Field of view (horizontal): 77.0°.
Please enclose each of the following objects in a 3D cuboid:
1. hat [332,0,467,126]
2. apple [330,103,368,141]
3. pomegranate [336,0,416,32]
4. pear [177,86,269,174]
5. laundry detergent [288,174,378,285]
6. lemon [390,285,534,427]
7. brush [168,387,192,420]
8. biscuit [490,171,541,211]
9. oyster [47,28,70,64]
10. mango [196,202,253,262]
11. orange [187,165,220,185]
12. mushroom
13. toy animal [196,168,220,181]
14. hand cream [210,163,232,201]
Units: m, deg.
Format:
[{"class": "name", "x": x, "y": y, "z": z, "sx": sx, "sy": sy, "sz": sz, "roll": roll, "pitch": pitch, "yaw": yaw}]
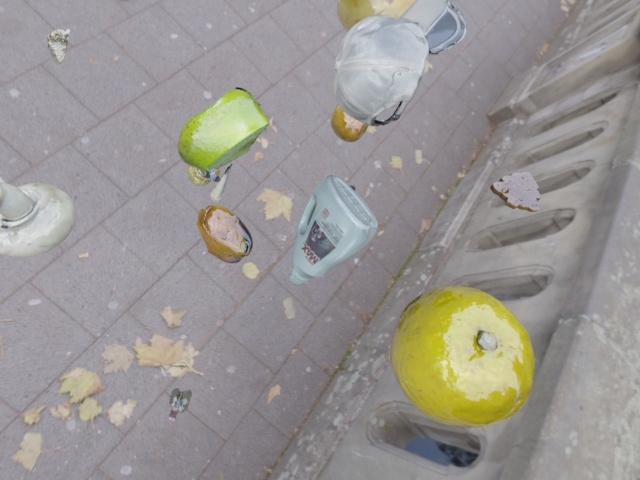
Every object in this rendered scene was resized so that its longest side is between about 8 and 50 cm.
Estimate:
[{"class": "hat", "x": 0.126, "y": -0.343, "z": 0.730, "sx": 0.161, "sy": 0.232, "sz": 0.275, "roll": 38, "pitch": 71, "yaw": -20}, {"class": "apple", "x": 0.119, "y": -0.492, "z": 1.642, "sx": 0.155, "sy": 0.182, "sz": 0.182, "roll": 35, "pitch": 63, "yaw": 2}, {"class": "pomegranate", "x": 0.209, "y": -0.734, "z": 1.231, "sx": 0.332, "sy": 0.332, "sz": 0.333, "roll": 7, "pitch": 75, "yaw": -26}, {"class": "pear", "x": -0.314, "y": -0.319, "z": 1.215, "sx": 0.292, "sy": 0.292, "sz": 0.159, "roll": -43, "pitch": 102, "yaw": -29}, {"class": "laundry detergent", "x": 0.000, "y": 0.000, "z": 1.376, "sx": 0.124, "sy": 0.398, "sz": 0.264, "roll": -9, "pitch": 56, "yaw": -46}, {"class": "lemon", "x": 0.170, "y": 0.142, "z": 0.505, "sx": 0.170, "sy": 0.207, "sz": 0.170, "roll": 0, "pitch": 75, "yaw": 0}, {"class": "brush", "x": -0.545, "y": 0.631, "z": 1.532, "sx": 0.084, "sy": 0.301, "sz": 0.071, "roll": 18, "pitch": 83, "yaw": -11}, {"class": "biscuit", "x": 0.469, "y": -0.119, "z": 0.949, "sx": 0.119, "sy": 0.019, "sz": 0.130, "roll": 35, "pitch": 59, "yaw": 16}, {"class": "oyster", "x": -0.696, "y": -0.516, "z": 1.066, "sx": 0.038, "sy": 0.080, "sz": 0.083, "roll": -6, "pitch": 97, "yaw": -64}, {"class": "mango", "x": -0.428, "y": -0.029, "z": 1.787, "sx": 0.201, "sy": 0.152, "sz": 0.287, "roll": -30, "pitch": 97, "yaw": -12}, {"class": "orange", "x": -0.525, "y": -0.312, "z": 1.816, "sx": 0.134, "sy": 0.156, "sz": 0.157, "roll": 25, "pitch": 67, "yaw": -30}, {"class": "mushroom", "x": -1.093, "y": -0.071, "z": 1.501, "sx": 0.315, "sy": 0.356, "sz": 0.315, "roll": -4, "pitch": 106, "yaw": -16}, {"class": "toy animal", "x": -0.265, "y": -0.162, "z": 0.988, "sx": 0.050, "sy": 0.084, "sz": 0.028, "roll": -5, "pitch": 112, "yaw": -52}, {"class": "hand cream", "x": -0.319, "y": -0.182, "z": 1.290, "sx": 0.039, "sy": 0.143, "sz": 0.061, "roll": 30, "pitch": 39, "yaw": -9}]
